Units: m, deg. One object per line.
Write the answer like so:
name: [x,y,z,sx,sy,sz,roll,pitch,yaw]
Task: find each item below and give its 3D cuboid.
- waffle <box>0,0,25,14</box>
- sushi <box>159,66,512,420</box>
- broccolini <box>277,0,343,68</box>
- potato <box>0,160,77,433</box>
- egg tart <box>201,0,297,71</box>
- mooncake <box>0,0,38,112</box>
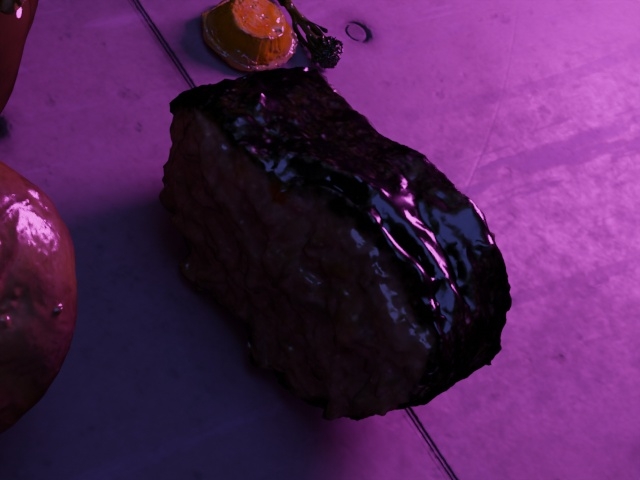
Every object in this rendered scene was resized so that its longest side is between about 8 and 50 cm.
waffle: [-0.291,-0.218,1.068,0.183,0.036,0.169,-30,84,-1]
sushi: [0.000,0.000,1.240,0.170,0.211,0.350,-27,65,-33]
broccolini: [-0.021,-0.237,1.519,0.030,0.035,0.140,-15,62,-38]
potato: [-0.314,0.063,1.022,0.237,0.288,0.301,38,27,-20]
egg tart: [-0.069,-0.217,1.477,0.105,0.039,0.105,13,53,-18]
mooncake: [-0.412,-0.236,1.214,0.378,0.201,0.378,13,52,-18]
